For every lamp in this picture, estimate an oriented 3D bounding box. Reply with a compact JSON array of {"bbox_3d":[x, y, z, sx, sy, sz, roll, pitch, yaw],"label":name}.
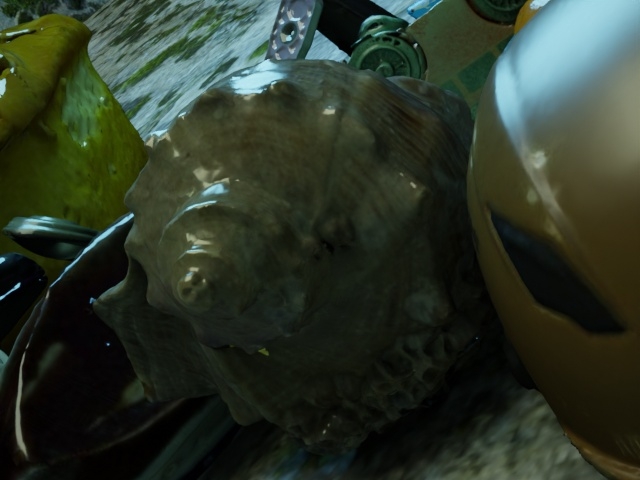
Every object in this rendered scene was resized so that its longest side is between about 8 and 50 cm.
[{"bbox_3d":[-0.049,-0.052,0.971,0.283,0.124,0.203,-41,-3,3],"label":"lamp"}]

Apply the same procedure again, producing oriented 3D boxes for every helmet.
[{"bbox_3d":[0.128,-0.033,0.488,0.198,0.130,0.224,-33,19,29],"label":"helmet"}]

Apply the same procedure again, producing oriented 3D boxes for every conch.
[{"bbox_3d":[0.000,0.000,0.616,0.178,0.163,0.245,-16,10,30],"label":"conch"}]

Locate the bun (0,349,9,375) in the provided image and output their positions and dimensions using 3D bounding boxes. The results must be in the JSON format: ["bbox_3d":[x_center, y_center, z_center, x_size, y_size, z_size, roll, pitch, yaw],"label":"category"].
[{"bbox_3d":[-0.216,0.139,0.774,0.166,0.113,0.173,-38,-6,-15],"label":"bun"}]

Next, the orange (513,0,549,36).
[{"bbox_3d":[0.134,-0.096,0.712,0.083,0.083,0.083,-35,18,13],"label":"orange"}]

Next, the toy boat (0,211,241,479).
[{"bbox_3d":[-0.089,0.068,0.727,0.262,0.114,0.115,-50,-14,-37],"label":"toy boat"}]

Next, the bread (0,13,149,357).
[{"bbox_3d":[-0.324,-0.018,1.221,0.398,0.215,0.398,-34,19,14],"label":"bread"}]

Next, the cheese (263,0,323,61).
[{"bbox_3d":[-0.038,-0.053,0.842,0.097,0.037,0.192,18,90,40],"label":"cheese"}]

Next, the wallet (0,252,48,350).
[{"bbox_3d":[-0.287,0.121,0.924,0.172,0.045,0.318,-36,-8,-45],"label":"wallet"}]

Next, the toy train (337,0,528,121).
[{"bbox_3d":[0.082,-0.101,0.800,0.188,0.099,0.072,-36,15,13],"label":"toy train"}]
